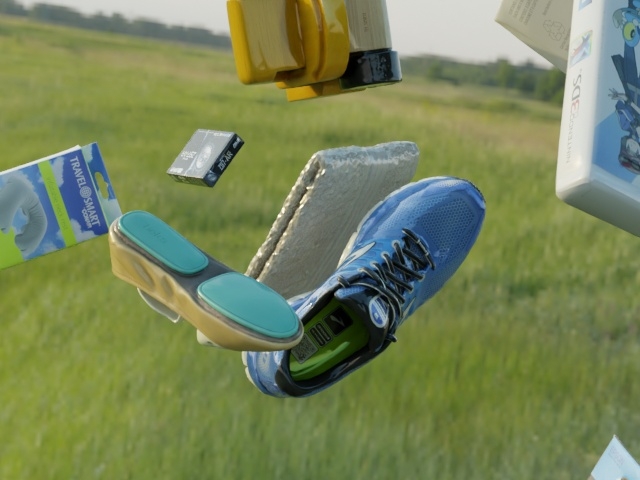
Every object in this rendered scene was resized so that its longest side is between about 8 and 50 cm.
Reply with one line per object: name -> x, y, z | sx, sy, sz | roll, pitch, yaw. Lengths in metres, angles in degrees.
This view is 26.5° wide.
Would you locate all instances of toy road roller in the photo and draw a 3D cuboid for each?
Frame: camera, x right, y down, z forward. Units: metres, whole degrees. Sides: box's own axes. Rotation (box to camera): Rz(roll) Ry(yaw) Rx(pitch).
toy road roller -> -0.042, -0.315, 2.057 | 0.241, 0.202, 0.329 | -10, 5, -23

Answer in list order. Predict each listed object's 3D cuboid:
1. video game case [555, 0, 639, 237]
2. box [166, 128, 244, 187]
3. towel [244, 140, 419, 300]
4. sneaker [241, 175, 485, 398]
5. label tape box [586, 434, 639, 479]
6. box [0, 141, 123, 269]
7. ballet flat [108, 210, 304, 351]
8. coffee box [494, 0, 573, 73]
video game case -> 0.293, -0.100, 0.849 | 0.329, 0.299, 0.036 | 23, -29, -24
box -> -0.131, -0.094, 1.546 | 0.018, 0.067, 0.083 | 44, -18, -32
towel -> 0.000, 0.000, 1.661 | 0.049, 0.282, 0.187 | 44, 32, 25
sneaker -> 0.065, 0.062, 1.491 | 0.130, 0.330, 0.147 | 47, -7, -15
label tape box -> 0.420, 0.489, 1.970 | 0.106, 0.333, 0.240 | 27, 13, -20
box -> -0.327, -0.038, 1.584 | 0.178, 0.109, 0.042 | -20, 12, -12
ballet flat -> -0.106, 0.053, 1.238 | 0.232, 0.073, 0.080 | 35, 36, 32
coffee box -> 0.489, -0.382, 1.768 | 0.338, 0.337, 0.334 | 38, 59, 11
